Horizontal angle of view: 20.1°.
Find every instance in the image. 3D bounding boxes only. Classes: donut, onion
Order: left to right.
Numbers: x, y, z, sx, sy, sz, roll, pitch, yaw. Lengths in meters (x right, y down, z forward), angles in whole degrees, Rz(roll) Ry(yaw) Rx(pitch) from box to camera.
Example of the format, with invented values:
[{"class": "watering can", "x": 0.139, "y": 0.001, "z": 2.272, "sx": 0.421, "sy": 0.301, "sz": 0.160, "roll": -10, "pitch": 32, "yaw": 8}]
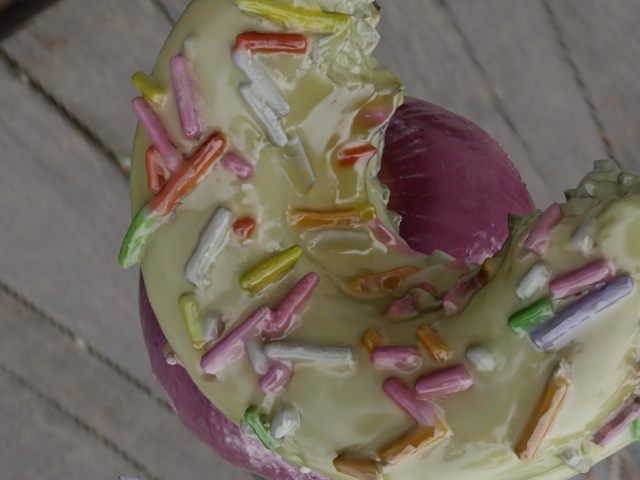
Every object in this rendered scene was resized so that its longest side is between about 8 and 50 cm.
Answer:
[{"class": "onion", "x": 0.003, "y": 0.031, "z": 1.508, "sx": 0.358, "sy": 0.358, "sz": 0.345, "roll": -42, "pitch": 146, "yaw": 18}, {"class": "donut", "x": 0.038, "y": -0.006, "z": 1.027, "sx": 0.307, "sy": 0.371, "sz": 0.150, "roll": -55, "pitch": 163, "yaw": 17}]

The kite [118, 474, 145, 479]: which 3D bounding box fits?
[{"class": "kite", "x": -0.123, "y": 0.197, "z": 1.234, "sx": 0.044, "sy": 0.078, "sz": 0.002, "roll": -9, "pitch": 178, "yaw": -44}]
